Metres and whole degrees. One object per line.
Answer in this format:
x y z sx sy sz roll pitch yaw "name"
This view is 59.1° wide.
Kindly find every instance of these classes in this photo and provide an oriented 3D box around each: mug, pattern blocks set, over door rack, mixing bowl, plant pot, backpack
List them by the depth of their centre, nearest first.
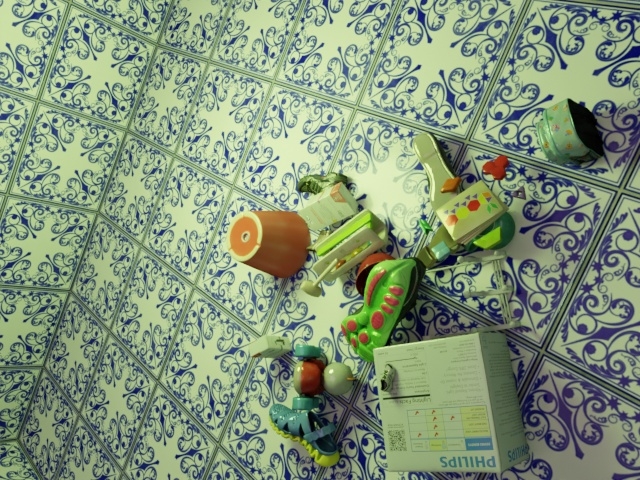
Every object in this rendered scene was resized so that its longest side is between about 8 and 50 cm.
0.689 -0.301 1.576 0.144 0.188 0.165 -17 72 35 "backpack"
0.455 -0.088 1.698 0.325 0.026 0.285 -29 51 20 "pattern blocks set"
0.511 -0.029 1.726 0.129 0.097 0.157 20 94 39 "mug"
0.431 0.180 1.747 0.324 0.108 0.239 -18 70 35 "over door rack"
0.202 0.110 1.921 0.181 0.181 0.098 -44 30 24 "mixing bowl"
-0.215 0.001 2.208 0.275 0.243 0.275 -8 77 37 "plant pot"

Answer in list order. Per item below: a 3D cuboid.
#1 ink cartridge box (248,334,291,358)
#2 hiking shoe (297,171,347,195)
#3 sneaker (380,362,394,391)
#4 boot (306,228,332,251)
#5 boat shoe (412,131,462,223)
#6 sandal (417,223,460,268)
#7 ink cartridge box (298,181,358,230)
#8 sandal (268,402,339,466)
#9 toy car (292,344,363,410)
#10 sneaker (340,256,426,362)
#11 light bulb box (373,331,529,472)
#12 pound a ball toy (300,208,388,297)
-0.195 0.412 2.185 0.099 0.135 0.056 -32 60 29 "ink cartridge box"
-0.002 -0.194 2.174 0.227 0.086 0.114 -6 74 37 "hiking shoe"
0.194 0.401 1.651 0.032 0.037 0.083 -3 79 42 "sneaker"
0.000 0.000 2.171 0.118 0.042 0.087 3 78 38 "boot"
0.403 -0.204 1.863 0.112 0.095 0.335 -27 71 33 "boat shoe"
0.410 0.009 1.819 0.240 0.079 0.088 -51 49 41 "sandal"
0.027 -0.123 2.113 0.198 0.115 0.067 -24 26 32 "ink cartridge box"
-0.052 0.662 2.024 0.317 0.126 0.138 23 111 30 "sandal"
0.034 0.486 1.990 0.238 0.210 0.219 1 77 10 "toy car"
0.215 0.232 1.826 0.185 0.202 0.483 52 142 23 "sneaker"
0.375 0.474 1.659 0.358 0.225 0.361 -17 72 36 "light bulb box"
0.090 0.066 2.000 0.319 0.136 0.208 -38 25 27 "pound a ball toy"
